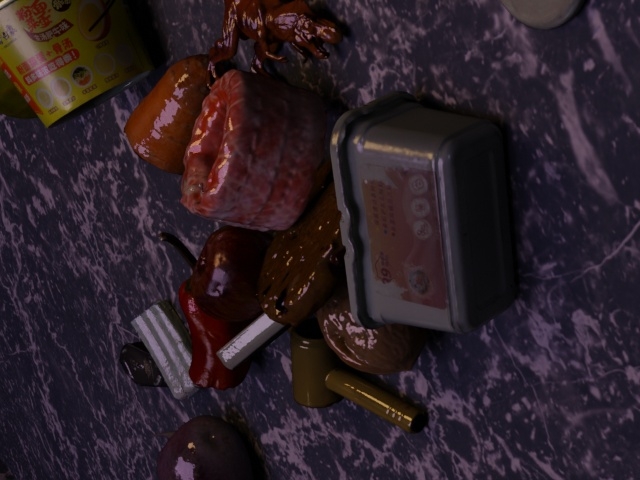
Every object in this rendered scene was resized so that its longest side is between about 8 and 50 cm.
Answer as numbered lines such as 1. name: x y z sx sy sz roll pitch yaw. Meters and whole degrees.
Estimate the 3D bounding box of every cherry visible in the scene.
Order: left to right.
1. cherry: -0.238 0.466 2.372 0.266 0.183 0.213 45 154 6

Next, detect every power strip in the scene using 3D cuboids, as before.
1. power strip: -0.061 0.121 1.874 0.270 0.118 0.046 -40 83 33

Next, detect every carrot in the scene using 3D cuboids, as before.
1. carrot: -0.234 -0.239 1.978 0.159 0.159 0.225 54 136 21

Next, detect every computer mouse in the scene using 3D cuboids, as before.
1. computer mouse: -0.374 0.277 2.573 0.192 0.062 0.106 10 116 35

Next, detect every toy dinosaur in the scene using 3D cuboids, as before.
1. toy dinosaur: -0.125 -0.338 1.789 0.432 0.097 0.208 37 127 37

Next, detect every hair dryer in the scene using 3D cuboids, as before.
1. hair dryer: 0.060 0.234 1.883 0.278 0.090 0.135 24 126 41

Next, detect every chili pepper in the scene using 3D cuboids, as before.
1. chili pepper: -0.193 0.118 2.126 0.131 0.134 0.338 21 131 32

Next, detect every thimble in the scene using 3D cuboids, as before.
1. thimble: -0.106 -0.133 1.732 0.239 0.162 0.239 -46 36 50

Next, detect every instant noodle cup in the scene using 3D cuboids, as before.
1. instant noodle cup: -0.462 -0.356 2.116 0.311 0.311 0.222 -19 102 59

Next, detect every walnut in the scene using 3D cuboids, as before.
1. walnut: 0.081 0.120 1.705 0.184 0.155 0.155 50 144 22

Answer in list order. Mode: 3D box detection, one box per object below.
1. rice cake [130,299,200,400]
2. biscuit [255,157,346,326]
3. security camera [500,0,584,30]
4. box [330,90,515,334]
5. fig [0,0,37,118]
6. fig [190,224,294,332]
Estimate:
1. rice cake: -0.319 0.237 2.460 0.124 0.038 0.211 -36 77 39
2. biscuit: 0.001 0.001 1.688 0.075 0.296 0.296 28 154 -19
3. security camera: 0.255 -0.339 1.232 0.157 0.080 0.301 60 151 11
4. box: 0.146 -0.028 1.513 0.182 0.175 0.312 12 119 43
5. fig: -0.621 -0.419 2.358 0.258 0.258 0.326 41 123 37
6. fig: -0.112 0.064 1.988 0.175 0.207 0.175 -163 90 -76
